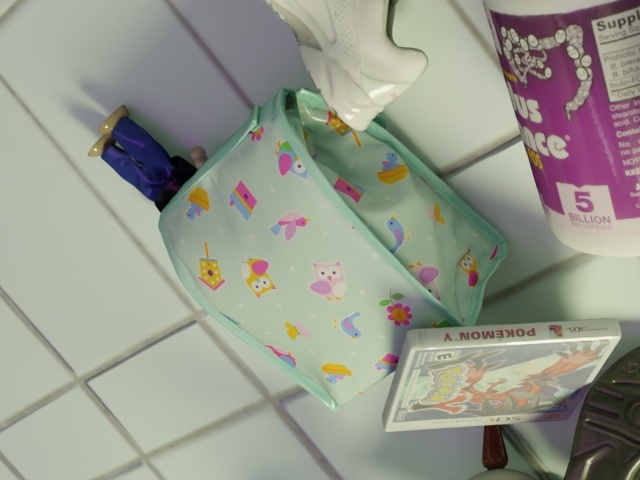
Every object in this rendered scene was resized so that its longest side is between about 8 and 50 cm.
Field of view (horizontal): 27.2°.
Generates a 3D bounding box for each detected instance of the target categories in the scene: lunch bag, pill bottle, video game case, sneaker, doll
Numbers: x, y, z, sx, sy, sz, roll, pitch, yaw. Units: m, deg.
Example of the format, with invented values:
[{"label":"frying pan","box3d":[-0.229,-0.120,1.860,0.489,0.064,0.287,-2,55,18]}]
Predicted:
[{"label":"lunch bag","box3d":[0.000,0.000,1.221,0.262,0.160,0.223,42,134,-10]},{"label":"pill bottle","box3d":[0.212,-0.153,0.972,0.169,0.169,0.301,-3,120,33]},{"label":"video game case","box3d":[0.157,0.125,1.197,0.183,0.023,0.201,-3,152,-6]},{"label":"sneaker","box3d":[0.287,0.194,1.246,0.087,0.130,0.227,23,103,22]},{"label":"sneaker","box3d":[0.012,-0.215,1.121,0.115,0.090,0.232,-32,90,10]},{"label":"doll","box3d":[-0.144,-0.056,1.343,0.189,0.046,0.129,39,134,2]}]

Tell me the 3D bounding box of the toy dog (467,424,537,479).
[{"label":"toy dog","box3d":[0.111,0.301,1.362,0.334,0.161,0.220,-21,154,10]}]
